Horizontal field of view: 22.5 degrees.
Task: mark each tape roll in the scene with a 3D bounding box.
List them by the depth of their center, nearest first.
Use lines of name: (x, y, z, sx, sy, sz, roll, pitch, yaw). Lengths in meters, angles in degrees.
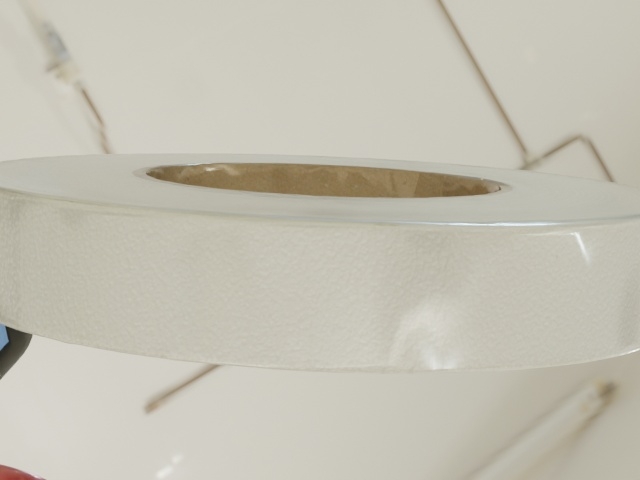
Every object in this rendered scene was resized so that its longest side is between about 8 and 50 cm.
tape roll: (0.000, 0.000, 0.887, 0.392, 0.072, 0.392, 2, -172, 0)

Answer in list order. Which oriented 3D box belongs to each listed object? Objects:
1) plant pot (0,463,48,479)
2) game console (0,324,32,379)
plant pot: (-0.275, 0.292, 1.255, 0.191, 0.191, 0.174, -28, -147, 39)
game console: (-0.274, 0.091, 1.027, 0.044, 0.213, 0.361, 10, -151, 13)
